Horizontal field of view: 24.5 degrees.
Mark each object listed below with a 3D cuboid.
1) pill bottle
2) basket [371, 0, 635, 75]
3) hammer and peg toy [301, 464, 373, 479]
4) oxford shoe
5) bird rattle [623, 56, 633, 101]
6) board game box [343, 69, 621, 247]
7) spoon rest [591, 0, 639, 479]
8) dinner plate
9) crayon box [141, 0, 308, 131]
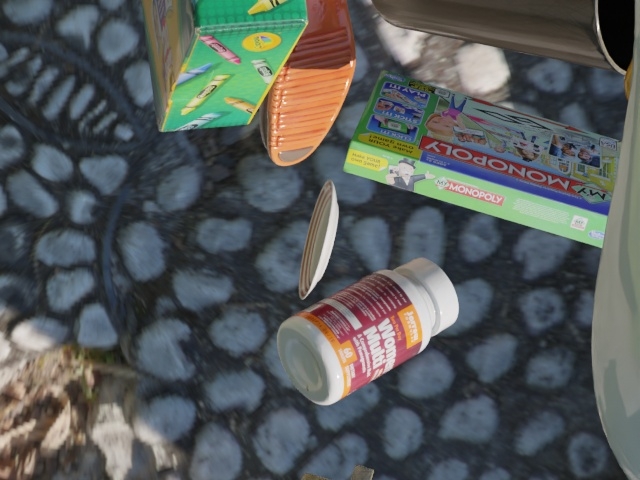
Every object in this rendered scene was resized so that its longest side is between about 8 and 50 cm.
[{"bbox_3d":[0.063,0.111,1.876,0.221,0.121,0.121,-27,96,-30],"label":"pill bottle"},{"bbox_3d":[0.158,-0.217,1.128,0.204,0.226,0.154,-40,129,-41],"label":"basket"},{"bbox_3d":[-0.013,0.447,1.539,0.127,0.266,0.361,16,112,5],"label":"hammer and peg toy"},{"bbox_3d":[-0.038,-0.279,1.917,0.130,0.132,0.364,-11,119,-40],"label":"oxford shoe"},{"bbox_3d":[0.253,-0.117,0.678,0.206,0.143,0.254,16,76,24],"label":"bird rattle"},{"bbox_3d":[0.202,-0.102,1.773,0.317,0.213,0.046,17,121,3],"label":"board game box"},{"bbox_3d":[0.138,-0.024,0.452,0.137,0.084,0.276,-14,108,7],"label":"spoon rest"},{"bbox_3d":[0.000,0.000,1.685,0.017,0.141,0.141,15,89,-9],"label":"dinner plate"},{"bbox_3d":[-0.081,-0.195,1.096,0.081,0.278,0.165,-6,81,-12],"label":"crayon box"}]
